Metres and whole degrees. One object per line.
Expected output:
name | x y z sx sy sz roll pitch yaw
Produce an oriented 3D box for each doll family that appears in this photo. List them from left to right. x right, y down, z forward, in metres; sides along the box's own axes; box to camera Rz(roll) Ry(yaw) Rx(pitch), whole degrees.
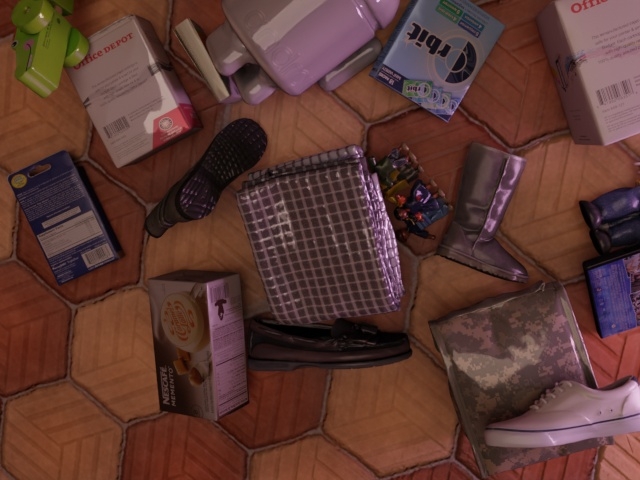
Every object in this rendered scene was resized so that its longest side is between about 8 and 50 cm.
doll family | 0.147 -0.075 1.229 0.111 0.076 0.193 -39 96 5

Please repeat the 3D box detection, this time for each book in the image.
book | -0.189 -0.306 1.217 0.035 0.096 0.144 -30 93 12

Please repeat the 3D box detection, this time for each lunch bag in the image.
lunch bag | 0.332 0.222 1.205 0.235 0.169 0.287 -18 101 7

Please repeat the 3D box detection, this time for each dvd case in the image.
dvd case | 0.579 0.061 1.186 0.252 0.022 0.180 -21 125 9

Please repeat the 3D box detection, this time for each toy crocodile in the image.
toy crocodile | -0.454 -0.396 1.167 0.105 0.115 0.341 -6 71 21

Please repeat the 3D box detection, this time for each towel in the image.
towel | 0.000 0.000 1.192 0.234 0.121 0.284 -10 108 23

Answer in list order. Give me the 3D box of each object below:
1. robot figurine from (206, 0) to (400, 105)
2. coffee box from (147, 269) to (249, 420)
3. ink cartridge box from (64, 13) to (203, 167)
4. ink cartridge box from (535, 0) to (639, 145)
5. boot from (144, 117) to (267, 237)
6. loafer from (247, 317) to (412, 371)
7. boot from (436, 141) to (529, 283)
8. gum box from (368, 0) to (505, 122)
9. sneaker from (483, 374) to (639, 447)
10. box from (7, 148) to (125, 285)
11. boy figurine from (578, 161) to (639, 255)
robot figurine | -0.016 -0.374 1.135 0.353 0.200 0.300 -37 134 11
coffee box | -0.219 0.184 1.272 0.141 0.098 0.247 3 100 32
ink cartridge box | -0.331 -0.260 1.242 0.158 0.092 0.218 -25 97 10
ink cartridge box | 0.467 -0.287 1.112 0.171 0.168 0.233 -19 96 8
boot | -0.210 -0.113 1.240 0.083 0.247 0.161 49 145 -19
loafer | 0.011 0.179 1.268 0.302 0.109 0.095 -5 94 10
boot | 0.309 -0.045 1.222 0.189 0.076 0.209 22 87 -13
gum box | 0.194 -0.317 1.178 0.156 0.041 0.184 27 102 -19
sneaker | 0.375 0.264 1.092 0.257 0.094 0.091 -8 78 -5
box | -0.476 -0.044 1.318 0.136 0.036 0.225 -23 97 9
boy figurine | 0.590 -0.060 1.174 0.285 0.092 0.177 -19 96 13
